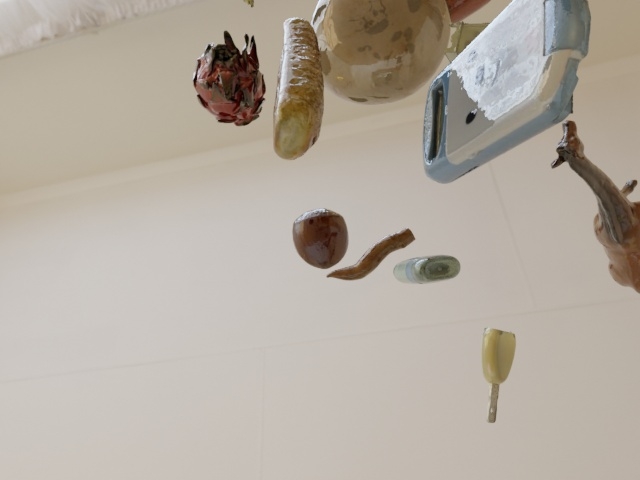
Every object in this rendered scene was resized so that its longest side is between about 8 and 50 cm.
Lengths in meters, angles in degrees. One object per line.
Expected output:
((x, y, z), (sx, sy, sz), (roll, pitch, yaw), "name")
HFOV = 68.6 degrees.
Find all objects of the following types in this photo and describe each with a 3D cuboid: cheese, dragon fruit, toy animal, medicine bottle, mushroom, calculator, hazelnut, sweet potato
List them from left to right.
((-0.233, -0.411, 1.209), (0.193, 0.274, 0.192), (23, -118, 23), "dragon fruit")
((0.000, 0.000, 1.579), (0.208, 0.208, 0.208), (-8, -124, 12), "hazelnut")
((0.152, 0.053, 1.377), (0.281, 0.067, 0.059), (-36, -155, -5), "sweet potato")
((0.151, -0.516, 1.207), (0.363, 0.295, 0.361), (-3, -98, 19), "mushroom")
((0.198, 0.060, 0.941), (0.090, 0.208, 0.053), (-8, -94, -10), "medicine bottle")
((0.147, -0.127, 0.413), (0.039, 0.210, 0.121), (12, -104, -15), "calculator")
((0.475, 0.365, 1.276), (0.054, 0.127, 0.251), (-4, -108, 51), "cheese")
((0.339, -0.037, 0.533), (0.230, 0.224, 0.066), (-21, -174, -41), "toy animal")

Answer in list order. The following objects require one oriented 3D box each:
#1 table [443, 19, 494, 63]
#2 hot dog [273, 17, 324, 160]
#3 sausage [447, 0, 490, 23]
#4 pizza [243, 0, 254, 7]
((0.291, -0.376, 0.901), (0.083, 0.079, 0.062), (13, -87, 29), "table")
((-0.027, -0.203, 0.590), (0.061, 0.087, 0.285), (0, -131, -2), "hot dog")
((0.378, -0.673, 1.328), (0.259, 0.114, 0.113), (-26, -128, 23), "sausage")
((-0.293, -0.808, 1.365), (0.075, 0.287, 0.280), (-37, -169, -2), "pizza")
